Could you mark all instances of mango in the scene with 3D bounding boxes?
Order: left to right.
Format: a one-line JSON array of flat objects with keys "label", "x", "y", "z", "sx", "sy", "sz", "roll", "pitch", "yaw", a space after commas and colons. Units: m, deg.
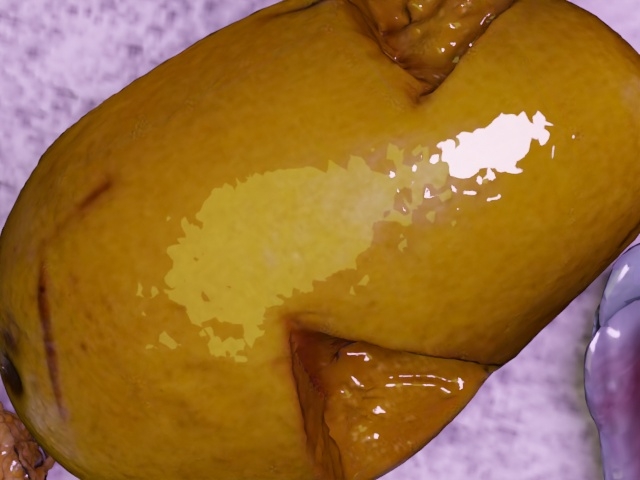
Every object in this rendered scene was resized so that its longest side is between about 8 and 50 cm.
[{"label": "mango", "x": 0.000, "y": 0.000, "z": 0.599, "sx": 0.262, "sy": 0.130, "sz": 0.167, "roll": -36, "pitch": 88, "yaw": 19}]

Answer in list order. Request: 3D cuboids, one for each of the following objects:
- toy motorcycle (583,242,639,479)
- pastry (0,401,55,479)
[{"label": "toy motorcycle", "x": 0.191, "y": 0.111, "z": 0.518, "sx": 0.241, "sy": 0.182, "sz": 0.319, "roll": -6, "pitch": 100, "yaw": 22}, {"label": "pastry", "x": -0.150, "y": 0.133, "z": 0.715, "sx": 0.056, "sy": 0.080, "sz": 0.140, "roll": 26, "pitch": 112, "yaw": 57}]
